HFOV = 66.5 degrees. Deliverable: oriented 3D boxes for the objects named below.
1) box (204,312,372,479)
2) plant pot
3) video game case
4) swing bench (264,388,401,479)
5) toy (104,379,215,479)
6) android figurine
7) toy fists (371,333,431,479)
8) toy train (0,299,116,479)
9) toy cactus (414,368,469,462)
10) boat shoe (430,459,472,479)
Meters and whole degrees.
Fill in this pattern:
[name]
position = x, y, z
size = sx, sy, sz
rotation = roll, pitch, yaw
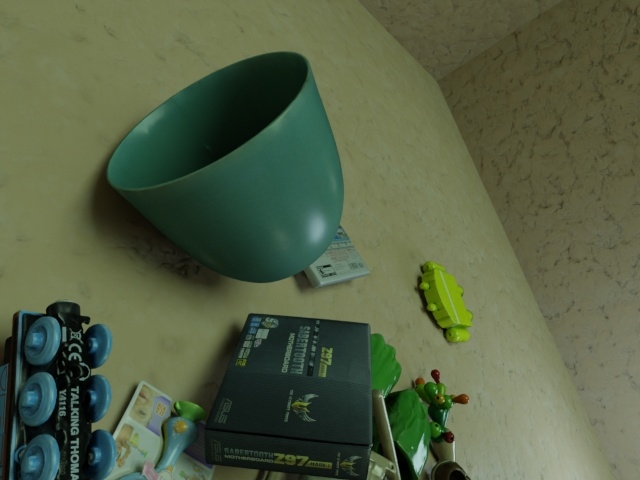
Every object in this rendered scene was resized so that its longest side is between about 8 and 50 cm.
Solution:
[box]
position = -0.027, 0.185, 0.627
size = 0.232, 0.184, 0.059
rotation = -78, 173, -64
[plant pot]
position = -0.100, -0.080, 0.687
size = 0.293, 0.293, 0.235
rotation = -83, 151, -47
[video game case]
position = 0.000, 0.000, 0.996
size = 0.212, 0.023, 0.193
rotation = -5, 60, -59
[swing bench]
position = 0.042, 0.385, 0.626
size = 0.254, 0.165, 0.253
rotation = 59, 28, -16
[toy]
position = -0.168, 0.271, 0.490
size = 0.137, 0.056, 0.237
rotation = 46, 32, -25
[android figurine]
position = 0.367, 0.175, 1.426
size = 0.273, 0.056, 0.248
rotation = 15, 53, -53
[toy fists]
position = 0.114, 0.293, 0.887
size = 0.279, 0.096, 0.142
rotation = 60, 37, -6
[toy train]
position = -0.242, 0.147, 0.428
size = 0.080, 0.105, 0.184
rotation = 30, 41, -57
[toy cactus]
position = 0.262, 0.382, 1.037
size = 0.219, 0.112, 0.180
rotation = -46, 123, -81
[boat shoe]
position = 0.293, 0.547, 0.915
size = 0.257, 0.095, 0.095
rotation = 59, -16, 19
